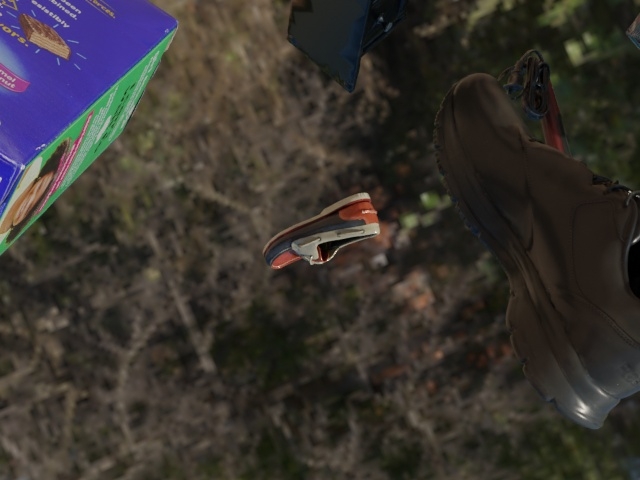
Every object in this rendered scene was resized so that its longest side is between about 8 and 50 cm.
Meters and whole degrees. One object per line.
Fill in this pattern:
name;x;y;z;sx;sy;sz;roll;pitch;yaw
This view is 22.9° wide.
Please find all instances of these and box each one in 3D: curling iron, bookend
curling iron;0.227;-0.051;1.534;0.068;0.274;0.035;-10;174;-37
bookend;0.057;-0.219;1.210;0.156;0.072;0.157;-42;165;-23

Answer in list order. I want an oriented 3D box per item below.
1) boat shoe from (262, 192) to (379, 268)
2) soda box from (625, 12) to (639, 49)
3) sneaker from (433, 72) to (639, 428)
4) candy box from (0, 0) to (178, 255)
boat shoe;0.000;0.000;1.550;0.137;0.043;0.049;-28;164;30
soda box;0.321;-0.180;1.196;0.183;0.063;0.058;-25;160;-30
sneaker;0.179;-0.012;1.131;0.130;0.286;0.109;-35;151;23
candy box;-0.273;-0.136;1.077;0.122;0.268;0.317;-55;-178;28
